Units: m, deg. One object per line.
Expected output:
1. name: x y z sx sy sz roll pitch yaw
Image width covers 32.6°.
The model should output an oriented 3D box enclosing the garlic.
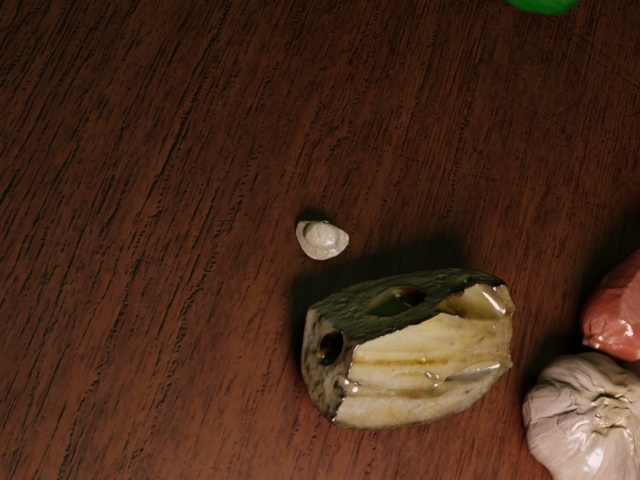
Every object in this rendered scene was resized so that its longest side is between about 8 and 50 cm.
1. garlic: 0.409 0.272 1.632 0.228 0.152 0.227 11 61 -21

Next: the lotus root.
1. lotus root: 0.122 0.153 1.599 0.314 0.142 0.210 -6 108 -26

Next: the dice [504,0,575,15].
1. dice: 0.425 -0.595 1.912 0.297 0.300 0.287 48 60 4

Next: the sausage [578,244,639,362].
1. sausage: 0.505 0.100 1.743 0.254 0.148 0.148 -35 83 -35

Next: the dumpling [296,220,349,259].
1. dumpling: 0.001 0.000 1.664 0.077 0.043 0.059 20 85 -14
